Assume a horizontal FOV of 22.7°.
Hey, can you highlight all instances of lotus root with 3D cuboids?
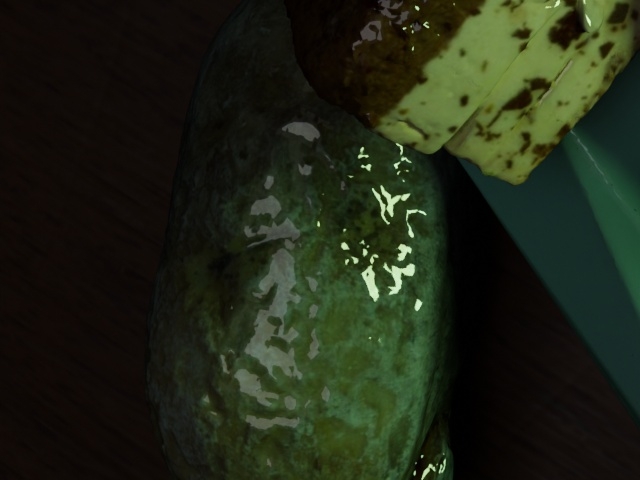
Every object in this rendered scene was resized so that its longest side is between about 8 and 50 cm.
[{"bbox_3d":[-0.003,0.000,0.784,0.175,0.175,0.349,6,93,28],"label":"lotus root"}]

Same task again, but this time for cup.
[{"bbox_3d":[0.171,0.023,0.709,0.148,0.134,0.236,-26,90,2],"label":"cup"}]

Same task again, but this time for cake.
[{"bbox_3d":[0.027,-0.120,0.665,0.135,0.112,0.246,-60,36,4],"label":"cake"}]
